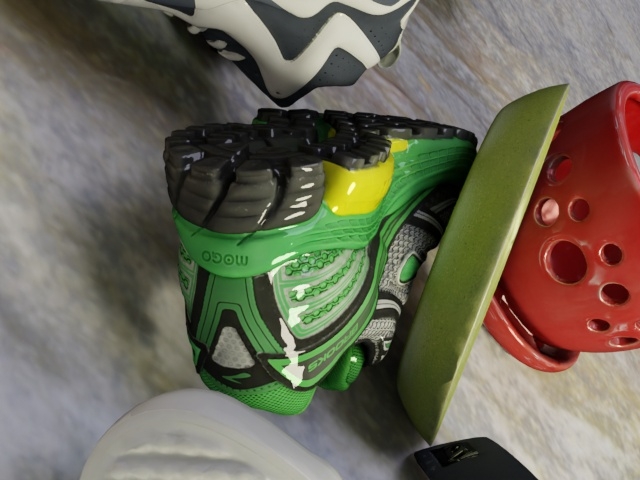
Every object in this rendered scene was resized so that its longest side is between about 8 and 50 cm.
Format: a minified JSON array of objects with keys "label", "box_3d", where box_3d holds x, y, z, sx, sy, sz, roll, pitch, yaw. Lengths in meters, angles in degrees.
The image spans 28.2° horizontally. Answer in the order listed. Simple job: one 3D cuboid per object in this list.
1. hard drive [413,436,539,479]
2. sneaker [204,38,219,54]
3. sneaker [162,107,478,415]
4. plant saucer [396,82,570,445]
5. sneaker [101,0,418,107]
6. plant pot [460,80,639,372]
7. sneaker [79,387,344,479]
[{"label":"hard drive","box_3d":[0.135,0.201,0.700,0.172,0.054,0.255,56,-2,-11]},{"label":"sneaker","box_3d":[-0.072,-0.222,0.823,0.121,0.079,0.217,-11,77,-61]},{"label":"sneaker","box_3d":[0.000,0.000,0.740,0.343,0.134,0.146,-26,123,-67]},{"label":"plant saucer","box_3d":[0.097,0.010,0.801,0.037,0.241,0.241,20,31,9]},{"label":"sneaker","box_3d":[-0.056,-0.133,0.722,0.153,0.235,0.094,88,-3,-58]},{"label":"plant pot","box_3d":[0.204,-0.002,0.976,0.191,0.174,0.191,39,37,-37]},{"label":"sneaker","box_3d":[0.022,0.204,0.595,0.366,0.135,0.150,56,10,-14]}]
